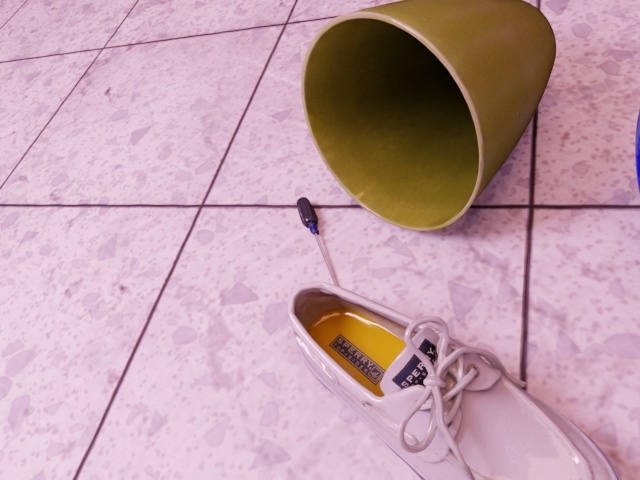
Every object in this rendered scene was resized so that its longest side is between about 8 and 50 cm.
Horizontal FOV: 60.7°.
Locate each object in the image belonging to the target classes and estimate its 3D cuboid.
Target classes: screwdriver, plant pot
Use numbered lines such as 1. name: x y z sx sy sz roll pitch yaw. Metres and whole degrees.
1. screwdriver: 0.000 0.000 0.758 0.025 0.024 0.170 -46 47 21
2. plant pot: 0.173 -0.205 0.720 0.274 0.275 0.293 29 53 36

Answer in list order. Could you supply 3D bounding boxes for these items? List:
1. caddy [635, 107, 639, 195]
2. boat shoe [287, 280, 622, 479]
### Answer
1. caddy: 0.403 -0.029 0.486 0.179 0.241 0.341 -10 50 5
2. boat shoe: 0.103 0.136 0.522 0.367 0.156 0.136 32 70 37
